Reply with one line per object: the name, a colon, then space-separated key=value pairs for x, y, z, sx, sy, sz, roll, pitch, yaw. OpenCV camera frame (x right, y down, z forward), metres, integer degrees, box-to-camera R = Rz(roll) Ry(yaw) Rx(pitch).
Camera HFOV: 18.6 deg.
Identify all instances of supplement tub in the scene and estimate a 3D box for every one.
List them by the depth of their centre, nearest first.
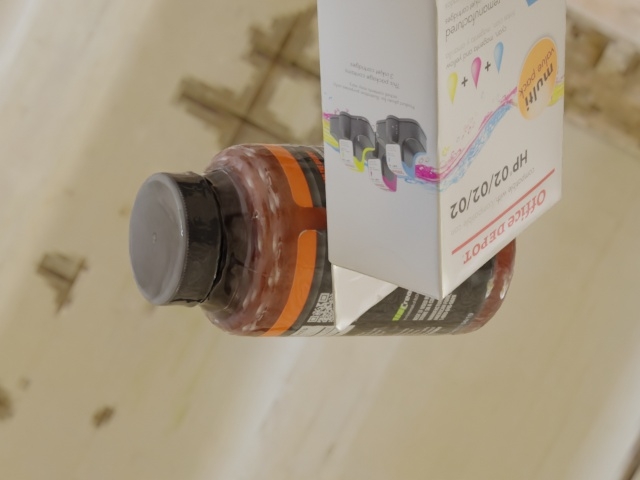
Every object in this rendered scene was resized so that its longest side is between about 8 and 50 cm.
supplement tub: x=0.000 y=0.000 z=1.052 sx=0.198 sy=0.106 sz=0.106 roll=2 pitch=-159 yaw=-30

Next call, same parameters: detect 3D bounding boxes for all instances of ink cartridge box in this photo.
ink cartridge box: x=0.054 y=-0.049 z=0.828 sx=0.062 sy=0.181 sz=0.104 roll=19 pitch=-143 yaw=31
